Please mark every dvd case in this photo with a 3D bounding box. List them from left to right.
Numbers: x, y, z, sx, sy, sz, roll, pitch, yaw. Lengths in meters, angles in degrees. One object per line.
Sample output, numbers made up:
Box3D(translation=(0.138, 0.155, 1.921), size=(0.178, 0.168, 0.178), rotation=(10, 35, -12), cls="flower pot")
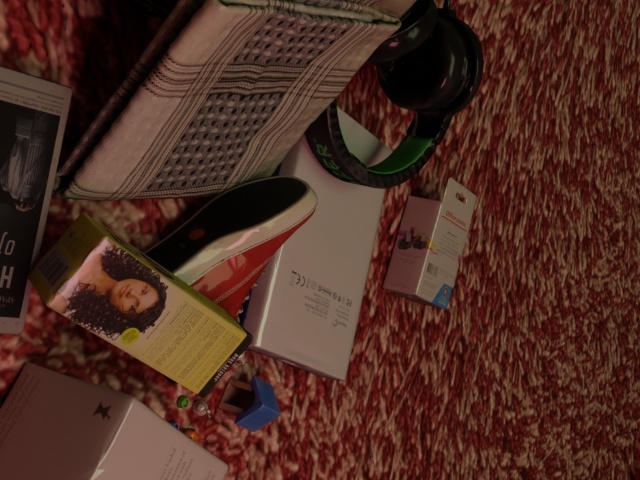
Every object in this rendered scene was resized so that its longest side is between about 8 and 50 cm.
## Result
Box3D(translation=(-0.315, -0.039, 0.921), size=(0.179, 0.030, 0.238), rotation=(11, 89, -54), cls="dvd case")

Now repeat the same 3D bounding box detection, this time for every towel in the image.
Box3D(translation=(-0.070, -0.151, 1.053), size=(0.324, 0.056, 0.312), rotation=(-48, 156, 27), cls="towel")

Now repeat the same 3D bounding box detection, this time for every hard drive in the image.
Box3D(translation=(0.000, 0.000, 1.327), size=(0.210, 0.040, 0.318), rotation=(30, 68, -53), cls="hard drive")

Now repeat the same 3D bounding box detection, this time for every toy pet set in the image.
Box3D(translation=(-0.104, 0.191, 1.245), size=(0.114, 0.065, 0.122), rotation=(40, 67, -51), cls="toy pet set")

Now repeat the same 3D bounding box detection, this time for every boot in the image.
Box3D(translation=(-0.092, 0.048, 1.179), size=(0.244, 0.088, 0.176), rotation=(-35, 130, -19), cls="boot")

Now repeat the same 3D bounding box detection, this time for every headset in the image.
Box3D(translation=(0.089, -0.259, 1.320), size=(0.243, 0.185, 0.394), rotation=(37, 76, -47), cls="headset")

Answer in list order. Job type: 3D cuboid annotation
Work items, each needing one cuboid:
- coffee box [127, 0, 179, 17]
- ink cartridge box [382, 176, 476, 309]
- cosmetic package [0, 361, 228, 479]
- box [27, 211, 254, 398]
Box3D(translation=(-0.173, -0.294, 0.952), size=(0.246, 0.141, 0.098), rotation=(24, 79, -55), cls="coffee box")
Box3D(translation=(0.165, 0.001, 1.568), size=(0.104, 0.062, 0.181), rotation=(27, 78, -54), cls="ink cartridge box")
Box3D(translation=(-0.219, 0.235, 1.023), size=(0.183, 0.151, 0.151), rotation=(51, 58, -48), cls="cosmetic package")
Box3D(translation=(-0.170, 0.069, 1.035), size=(0.087, 0.058, 0.232), rotation=(-51, 135, 0), cls="box")
